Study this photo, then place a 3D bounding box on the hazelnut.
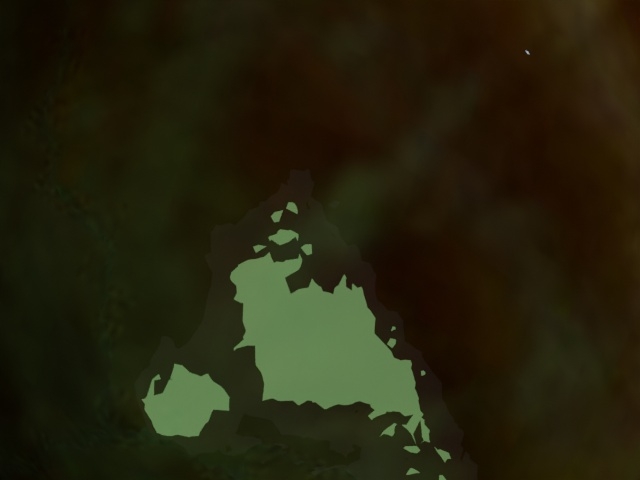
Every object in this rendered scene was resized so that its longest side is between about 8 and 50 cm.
[{"bbox_3d":[0.002,-0.002,0.778,0.366,0.366,0.366,-8,111,-22],"label":"hazelnut"}]
